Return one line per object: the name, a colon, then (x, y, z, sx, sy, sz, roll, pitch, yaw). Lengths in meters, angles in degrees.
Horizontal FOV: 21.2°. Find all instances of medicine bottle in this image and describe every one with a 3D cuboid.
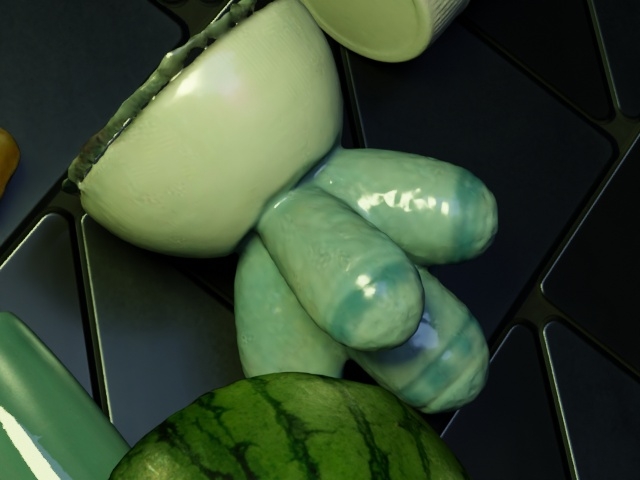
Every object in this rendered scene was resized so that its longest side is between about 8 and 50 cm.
medicine bottle: (0.104, -0.291, 1.453, 0.165, 0.165, 0.273, 39, 63, -1)

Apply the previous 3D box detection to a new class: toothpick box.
toothpick box: (-0.209, 0.145, 1.204, 0.120, 0.120, 0.184, -33, 80, -26)

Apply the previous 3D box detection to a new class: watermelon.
watermelon: (0.008, 0.256, 1.150, 0.331, 0.189, 0.331, -11, 108, -35)

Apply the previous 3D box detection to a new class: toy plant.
toy plant: (0.000, 0.000, 1.276, 0.332, 0.247, 0.247, 46, 63, 0)

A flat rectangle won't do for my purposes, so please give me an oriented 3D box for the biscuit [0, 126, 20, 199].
biscuit: (-0.389, -0.039, 1.244, 0.291, 0.062, 0.237, 24, 63, -9)
